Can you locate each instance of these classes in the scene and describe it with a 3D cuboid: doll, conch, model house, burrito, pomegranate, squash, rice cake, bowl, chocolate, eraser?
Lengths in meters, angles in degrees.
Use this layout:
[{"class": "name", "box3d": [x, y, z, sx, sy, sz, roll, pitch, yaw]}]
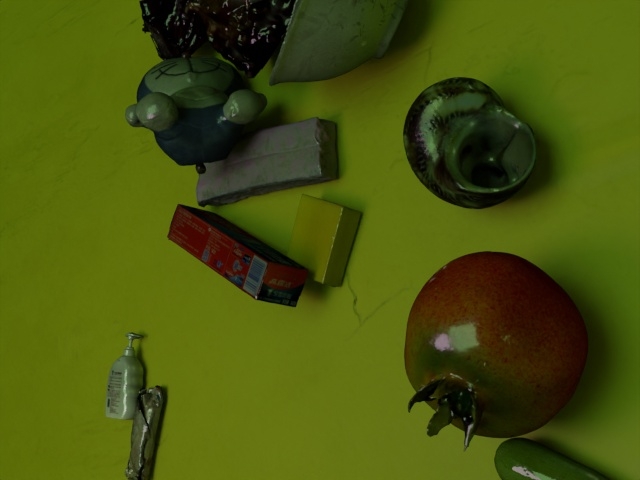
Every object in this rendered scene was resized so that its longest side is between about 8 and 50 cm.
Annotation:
[{"class": "doll", "box3d": [-0.206, -0.224, 1.805, 0.258, 0.228, 0.154, -108, 13, -51]}, {"class": "conch", "box3d": [0.202, -0.130, 1.460, 0.187, 0.124, 0.182, 7, 76, 21]}, {"class": "model house", "box3d": [-0.246, -0.404, 1.956, 0.203, 0.141, 0.164, -122, 38, -57]}, {"class": "burrito", "box3d": [-0.302, 0.331, 1.880, 0.051, 0.042, 0.171, 5, 87, 43]}, {"class": "pomegranate", "box3d": [0.196, 0.136, 1.314, 0.220, 0.256, 0.221, 24, 136, 26]}, {"class": "squash", "box3d": [0.292, 0.293, 1.316, 0.201, 0.066, 0.066, 22, 96, 41]}, {"class": "rice cake", "box3d": [-0.092, -0.126, 1.778, 0.298, 0.050, 0.106, -10, 73, 42]}, {"class": "bowl", "box3d": [0.047, -0.345, 1.606, 0.313, 0.146, 0.313, -157, 90, -89]}, {"class": "chocolate", "box3d": [-0.131, -0.388, 1.729, 0.224, 0.177, 0.206, -61, 12, 16]}, {"class": "eraser", "box3d": [0.000, 0.000, 1.666, 0.097, 0.045, 0.122, 20, 95, 44]}]

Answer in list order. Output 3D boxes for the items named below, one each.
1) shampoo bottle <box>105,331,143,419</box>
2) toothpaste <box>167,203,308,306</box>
[{"class": "shampoo bottle", "box3d": [-0.342, 0.237, 1.934, 0.077, 0.045, 0.152, -4, 80, 45]}, {"class": "toothpaste", "box3d": [-0.138, 0.019, 1.734, 0.320, 0.076, 0.066, 30, 103, 52]}]
